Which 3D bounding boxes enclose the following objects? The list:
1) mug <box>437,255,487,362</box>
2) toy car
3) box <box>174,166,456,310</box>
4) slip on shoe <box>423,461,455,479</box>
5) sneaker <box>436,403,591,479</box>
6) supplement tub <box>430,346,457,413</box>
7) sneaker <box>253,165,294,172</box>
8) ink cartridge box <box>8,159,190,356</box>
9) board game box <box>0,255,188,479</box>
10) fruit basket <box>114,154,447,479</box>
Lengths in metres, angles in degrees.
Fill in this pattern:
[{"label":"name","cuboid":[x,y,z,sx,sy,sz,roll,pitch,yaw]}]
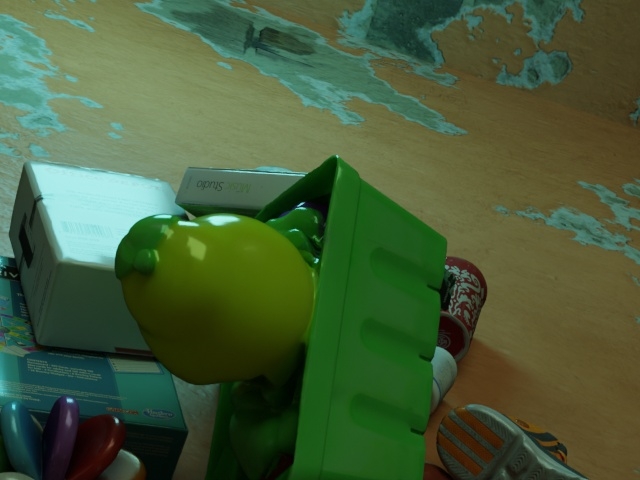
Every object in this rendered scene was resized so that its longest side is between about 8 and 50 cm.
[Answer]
[{"label":"mug","cuboid":[0.173,0.118,1.960,0.113,0.150,0.169,54,23,-14]},{"label":"toy car","cuboid":[-0.256,0.217,1.269,0.182,0.136,0.159,25,20,-23]},{"label":"box","cuboid":[0.000,0.000,1.665,0.232,0.058,0.322,6,-18,36]},{"label":"slip on shoe","cuboid":[0.141,0.332,1.404,0.123,0.101,0.331,14,21,-9]},{"label":"sneaker","cuboid":[0.289,0.306,1.561,0.321,0.124,0.180,45,12,17]},{"label":"supplement tub","cuboid":[0.140,0.192,1.766,0.071,0.071,0.107,25,22,12]},{"label":"sneaker","cuboid":[-0.099,-0.026,1.987,0.150,0.135,0.366,16,22,-21]},{"label":"ink cartridge box","cuboid":[-0.254,0.019,1.568,0.197,0.114,0.273,9,25,-25]},{"label":"board game box","cuboid":[-0.309,0.138,1.506,0.254,0.079,0.336,11,23,-21]},{"label":"fruit basket","cuboid":[-0.065,0.093,1.343,0.392,0.283,0.392,9,68,-24]}]
